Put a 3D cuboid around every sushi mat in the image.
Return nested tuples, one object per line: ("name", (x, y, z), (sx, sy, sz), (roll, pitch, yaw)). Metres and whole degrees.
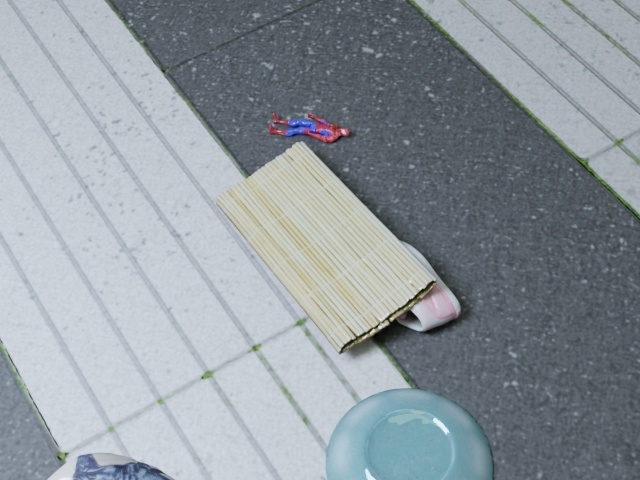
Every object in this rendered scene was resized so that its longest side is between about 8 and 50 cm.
("sushi mat", (0.000, 0.000, 1.367), (0.151, 0.019, 0.316), (-36, 54, -9))

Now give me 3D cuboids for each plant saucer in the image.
("plant saucer", (0.102, 0.247, 1.204), (0.195, 0.037, 0.195), (-1, 54, 1))

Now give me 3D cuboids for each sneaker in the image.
("sneaker", (0.110, 0.060, 1.331), (0.070, 0.051, 0.134), (-28, 62, -23))

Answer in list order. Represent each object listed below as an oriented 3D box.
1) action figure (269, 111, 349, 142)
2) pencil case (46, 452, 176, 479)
("action figure", (-0.015, -0.162, 1.514), (0.115, 0.030, 0.038), (9, 50, 7))
("pencil case", (-0.120, 0.357, 1.017), (0.410, 0.183, 0.160), (24, 16, 34))
